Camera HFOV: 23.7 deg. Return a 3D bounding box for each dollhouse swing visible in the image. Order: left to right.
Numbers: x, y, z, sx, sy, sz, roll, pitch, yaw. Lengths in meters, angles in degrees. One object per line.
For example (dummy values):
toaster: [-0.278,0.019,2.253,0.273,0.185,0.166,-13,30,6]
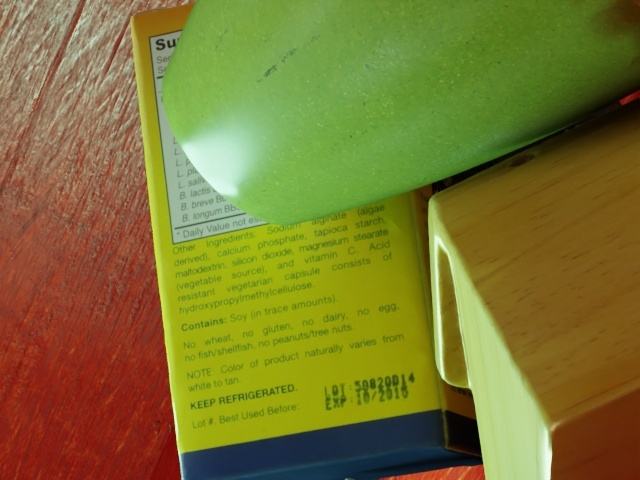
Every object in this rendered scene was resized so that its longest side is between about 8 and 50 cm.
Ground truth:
dollhouse swing: [0.210,0.115,0.762,0.315,0.305,0.347,-25,15,3]

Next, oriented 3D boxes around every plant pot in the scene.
plant pot: [0.046,-0.145,0.926,0.293,0.275,0.275,-37,25,29]

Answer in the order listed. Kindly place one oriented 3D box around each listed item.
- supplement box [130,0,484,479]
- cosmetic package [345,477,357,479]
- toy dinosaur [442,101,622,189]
supplement box: [0.000,0.000,1.142,0.195,0.194,0.356,31,-130,-70]
cosmetic package: [0.018,0.333,1.096,0.224,0.138,0.225,122,168,-44]
toy dinosaur: [0.182,-0.062,1.167,0.313,0.160,0.121,-61,-42,-66]
